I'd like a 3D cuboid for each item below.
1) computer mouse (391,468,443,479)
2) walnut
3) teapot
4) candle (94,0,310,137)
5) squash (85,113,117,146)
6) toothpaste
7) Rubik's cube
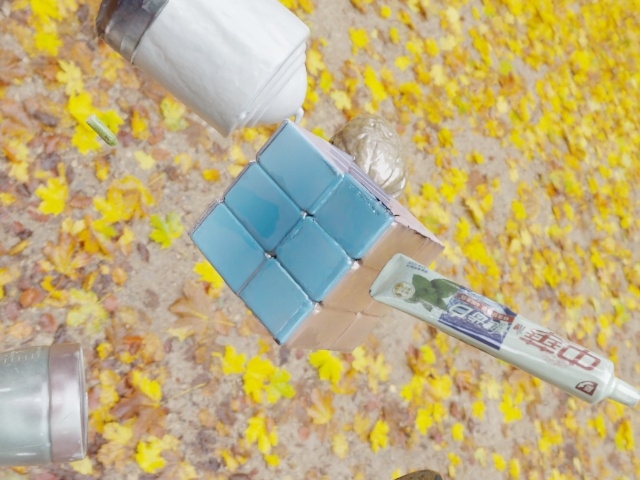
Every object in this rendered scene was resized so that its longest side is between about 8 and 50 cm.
[{"bbox_3d":[0.101,0.490,1.162,0.270,0.137,0.086,-27,92,-3],"label":"computer mouse"},{"bbox_3d":[0.086,-0.150,1.322,0.178,0.178,0.230,36,38,-29],"label":"walnut"},{"bbox_3d":[-0.634,0.318,1.371,0.312,0.315,0.233,-1,102,-16],"label":"teapot"},{"bbox_3d":[-0.147,-0.292,1.022,0.342,0.221,0.221,37,49,-11],"label":"candle"},{"bbox_3d":[-0.476,-0.239,1.497,0.083,0.027,0.027,49,44,-35],"label":"squash"},{"bbox_3d":[0.150,0.077,0.572,0.233,0.038,0.060,26,49,20],"label":"toothpaste"},{"bbox_3d":[0.000,0.000,0.965,0.231,0.224,0.221,46,12,27],"label":"Rubik's cube"}]
